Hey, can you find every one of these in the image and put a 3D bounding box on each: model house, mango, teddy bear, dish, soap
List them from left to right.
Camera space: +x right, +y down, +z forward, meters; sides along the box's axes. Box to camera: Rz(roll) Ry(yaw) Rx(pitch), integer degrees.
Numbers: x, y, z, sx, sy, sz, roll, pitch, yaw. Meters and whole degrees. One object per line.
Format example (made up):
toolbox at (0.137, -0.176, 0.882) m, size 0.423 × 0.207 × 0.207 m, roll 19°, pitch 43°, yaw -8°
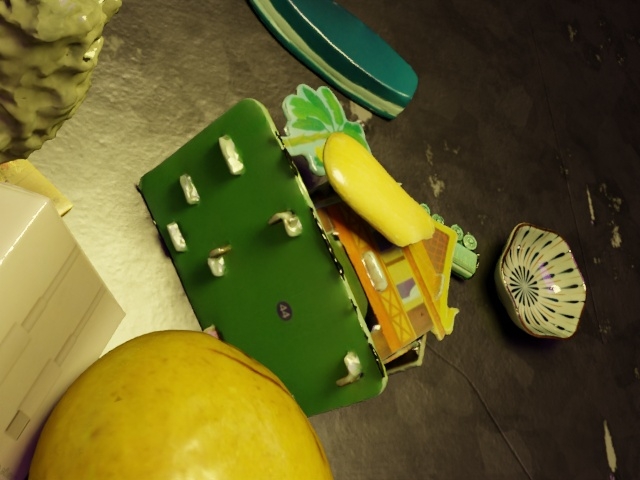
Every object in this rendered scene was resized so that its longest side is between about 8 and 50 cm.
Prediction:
teddy bear at (-0.343, -0.217, 0.695) m, size 0.357 × 0.224 × 0.367 m, roll -14°, pitch 47°, yaw 6°
mango at (-0.104, 0.282, 0.628) m, size 0.301 × 0.220 × 0.445 m, roll 29°, pitch 32°, yaw -38°
model house at (0.000, 0.000, 0.897) m, size 0.313 × 0.242 × 0.358 m, roll -20°, pitch 83°, yaw -52°
soap at (0.061, -0.046, 0.777) m, size 0.168 × 0.033 × 0.089 m, roll 43°, pitch 41°, yaw -26°
dish at (0.327, 0.070, 1.137) m, size 0.190 × 0.066 × 0.191 m, roll 11°, pitch 69°, yaw -31°

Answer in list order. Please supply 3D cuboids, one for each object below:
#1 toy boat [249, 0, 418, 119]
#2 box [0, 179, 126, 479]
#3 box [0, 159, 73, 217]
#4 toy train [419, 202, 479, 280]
toy boat at (0.018, -0.293, 1.071) m, size 0.299 × 0.062 × 0.096 m, roll 33°, pitch 59°, yaw -19°
box at (-0.299, 0.102, 0.631) m, size 0.106 × 0.203 × 0.252 m, roll 17°, pitch 59°, yaw 17°
box at (-0.350, -0.065, 0.775) m, size 0.156 × 0.022 × 0.089 m, roll 48°, pitch 54°, yaw -9°
toy train at (0.177, 0.001, 1.083) m, size 0.148 × 0.038 × 0.071 m, roll 29°, pitch 62°, yaw -22°
